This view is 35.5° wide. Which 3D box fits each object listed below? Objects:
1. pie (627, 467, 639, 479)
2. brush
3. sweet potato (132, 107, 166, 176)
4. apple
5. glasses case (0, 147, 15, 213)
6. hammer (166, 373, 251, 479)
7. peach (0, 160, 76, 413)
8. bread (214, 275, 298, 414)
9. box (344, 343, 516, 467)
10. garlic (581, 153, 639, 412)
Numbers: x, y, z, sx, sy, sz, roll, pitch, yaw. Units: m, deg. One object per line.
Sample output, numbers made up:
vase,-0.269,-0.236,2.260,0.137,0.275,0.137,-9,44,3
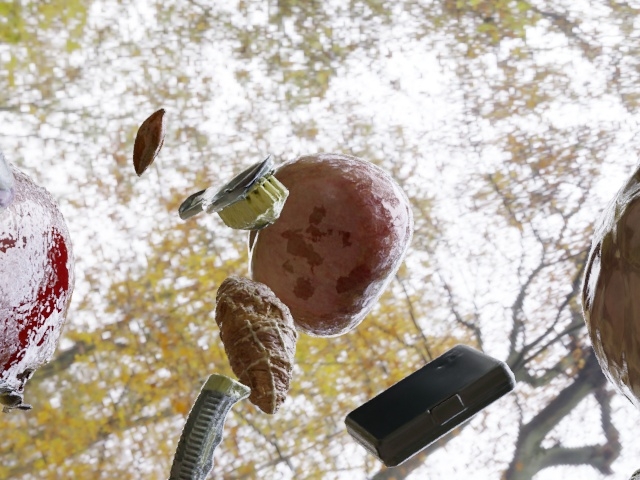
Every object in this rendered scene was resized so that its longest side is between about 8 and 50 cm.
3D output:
pie,0.440,0.310,1.325,0.085,0.085,0.017,-36,-99,39
brush,-0.090,-0.035,1.041,0.060,0.068,0.297,49,-16,-11
sweet potato,-0.202,-0.114,1.176,0.034,0.034,0.095,37,-62,28
apple,0.000,0.000,1.724,0.269,0.344,0.344,31,-57,-3
glasses case,-0.337,-0.141,0.719,0.316,0.076,0.123,53,-17,-22
hammer,-0.153,0.270,1.209,0.041,0.159,0.226,8,-113,33
peach,-0.477,0.052,1.116,0.339,0.416,0.353,-7,-68,14
bread,-0.082,0.126,1.357,0.076,0.105,0.233,117,-35,-41
box,0.156,0.236,1.458,0.050,0.230,0.160,64,-14,-14
garlic,0.309,0.018,0.625,0.259,0.317,0.317,29,-51,-19
